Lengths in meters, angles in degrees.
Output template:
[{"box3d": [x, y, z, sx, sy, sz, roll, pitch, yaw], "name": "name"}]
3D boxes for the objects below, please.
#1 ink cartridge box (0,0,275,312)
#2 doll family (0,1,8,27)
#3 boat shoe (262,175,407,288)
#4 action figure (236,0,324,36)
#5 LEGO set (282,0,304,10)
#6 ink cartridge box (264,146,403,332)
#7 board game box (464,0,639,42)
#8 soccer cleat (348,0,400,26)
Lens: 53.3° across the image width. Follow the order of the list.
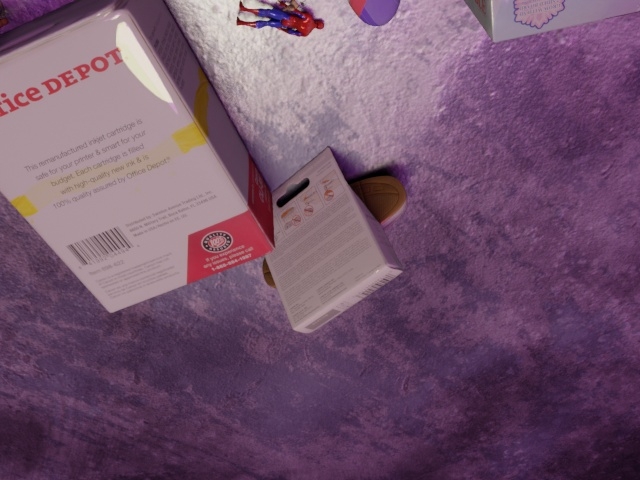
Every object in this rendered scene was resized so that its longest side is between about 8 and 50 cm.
[{"box3d": [-0.266, -0.118, 0.868, 0.279, 0.160, 0.384, -19, 127, 11], "name": "ink cartridge box"}, {"box3d": [-0.476, -0.251, 0.778, 0.193, 0.111, 0.076, -22, 127, 12], "name": "doll family"}, {"box3d": [0.034, -0.004, 1.034, 0.277, 0.098, 0.096, -33, 144, 23], "name": "boat shoe"}, {"box3d": [-0.051, -0.290, 0.835, 0.115, 0.030, 0.038, 5, 133, -15], "name": "action figure"}, {"box3d": [-0.040, -0.329, 0.794, 0.054, 0.023, 0.083, -38, 116, -5], "name": "LEGO set"}, {"box3d": [0.000, 0.000, 0.969, 0.181, 0.224, 0.056, -36, 147, 22], "name": "ink cartridge box"}, {"box3d": [0.289, -0.323, 0.652, 0.318, 0.318, 0.065, -11, 129, 5], "name": "board game box"}, {"box3d": [0.060, -0.365, 0.741, 0.083, 0.095, 0.248, -5, 128, -1], "name": "soccer cleat"}]
